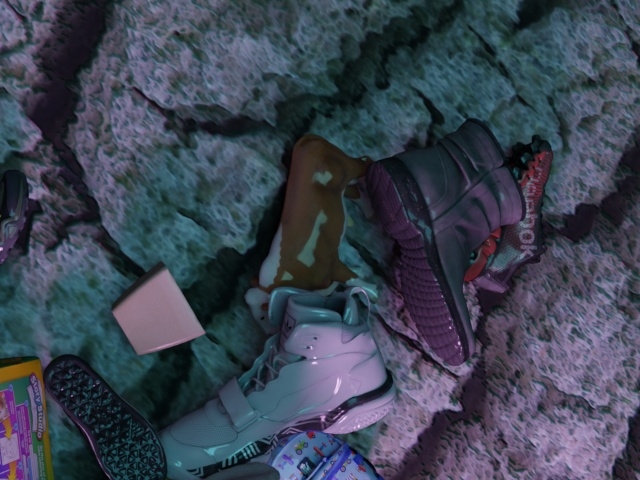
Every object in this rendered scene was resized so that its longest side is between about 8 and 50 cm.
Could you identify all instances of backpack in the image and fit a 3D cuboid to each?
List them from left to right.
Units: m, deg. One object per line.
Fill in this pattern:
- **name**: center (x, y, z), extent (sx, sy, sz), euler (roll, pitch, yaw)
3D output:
- **backpack**: center (-0.013, 0.346, 1.619), extent (0.158, 0.117, 0.173), euler (-44, 100, -19)

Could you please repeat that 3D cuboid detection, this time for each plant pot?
- **plant pot**: center (-0.234, 0.103, 1.554), extent (0.096, 0.109, 0.109), euler (-31, 98, -8)

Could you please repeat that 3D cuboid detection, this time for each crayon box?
- **crayon box**: center (-0.418, 0.297, 1.423), extent (0.081, 0.165, 0.278), euler (-7, 89, 14)

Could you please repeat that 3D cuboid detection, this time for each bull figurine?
- **bull figurine**: center (0.000, 0.000, 1.654), extent (0.189, 0.101, 0.310), euler (16, 83, -24)

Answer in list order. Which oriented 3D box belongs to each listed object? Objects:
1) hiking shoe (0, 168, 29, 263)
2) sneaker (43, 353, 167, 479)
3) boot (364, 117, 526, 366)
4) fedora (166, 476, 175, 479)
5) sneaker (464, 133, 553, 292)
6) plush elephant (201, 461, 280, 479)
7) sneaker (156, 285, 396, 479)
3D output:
- **hiking shoe**: center (-0.470, -0.004, 1.470), extent (0.114, 0.086, 0.226), euler (28, 78, -22)
- **sneaker**: center (-0.288, 0.247, 1.511), extent (0.084, 0.097, 0.234), euler (-36, 84, -13)
- **boot**: center (0.223, -0.001, 1.651), extent (0.223, 0.118, 0.338), euler (-22, 99, -25)
- **fedora**: center (-0.231, 0.414, 1.542), extent (0.194, 0.079, 0.194), euler (0, 90, -33)
- **sneaker**: center (0.313, -0.035, 1.783), extent (0.135, 0.098, 0.276), euler (33, 77, -17)
- **plush elephant**: center (-0.097, 0.425, 1.396), extent (0.255, 0.272, 0.330), euler (-36, 109, 4)
- **sneaker**: center (-0.076, 0.190, 1.543), extent (0.366, 0.137, 0.210), euler (-17, 118, -14)
